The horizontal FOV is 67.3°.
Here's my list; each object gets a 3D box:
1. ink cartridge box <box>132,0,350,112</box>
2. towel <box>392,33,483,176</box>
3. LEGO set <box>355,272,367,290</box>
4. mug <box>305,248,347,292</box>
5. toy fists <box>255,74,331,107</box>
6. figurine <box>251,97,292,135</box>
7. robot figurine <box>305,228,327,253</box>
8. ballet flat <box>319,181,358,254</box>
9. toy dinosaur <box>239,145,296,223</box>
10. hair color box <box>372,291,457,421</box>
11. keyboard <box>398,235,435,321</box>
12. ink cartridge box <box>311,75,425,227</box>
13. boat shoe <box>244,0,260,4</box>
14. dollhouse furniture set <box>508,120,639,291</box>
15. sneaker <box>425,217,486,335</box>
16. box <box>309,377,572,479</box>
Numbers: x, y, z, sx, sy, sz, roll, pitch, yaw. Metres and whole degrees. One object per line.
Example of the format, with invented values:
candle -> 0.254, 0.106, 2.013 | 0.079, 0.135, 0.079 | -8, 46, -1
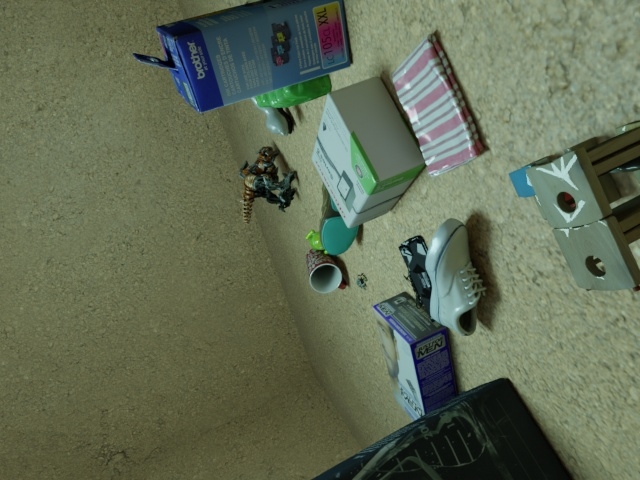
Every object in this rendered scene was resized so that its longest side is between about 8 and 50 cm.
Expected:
ink cartridge box -> -0.174, -0.395, 1.001 | 0.270, 0.396, 0.151 | 46, 155, 54
towel -> 0.177, -0.206, 0.765 | 0.196, 0.029, 0.144 | 67, 166, 0
LEGO set -> 0.125, 0.130, 1.518 | 0.054, 0.024, 0.083 | 57, 163, 36
mug -> 0.011, 0.112, 1.714 | 0.150, 0.113, 0.169 | 63, -179, -26
toy fists -> -0.088, -0.391, 1.218 | 0.279, 0.142, 0.096 | 37, 148, 63
figurine -> -0.148, -0.409, 1.452 | 0.209, 0.092, 0.215 | 62, -170, -14
robot figurine -> 0.000, 0.000, 1.683 | 0.101, 0.067, 0.115 | 40, 169, -9
ballet flat -> 0.046, -0.103, 1.293 | 0.342, 0.116, 0.124 | 86, 176, -53
toy dinosaur -> -0.212, -0.203, 1.802 | 0.164, 0.219, 0.321 | 58, -131, -83
hair color box -> 0.245, 0.320, 1.213 | 0.185, 0.110, 0.338 | -136, 28, -60
keyboard -> 0.232, 0.083, 1.054 | 0.100, 0.038, 0.191 | -25, 88, 53
ink cartridge box -> 0.085, -0.166, 0.993 | 0.198, 0.115, 0.273 | 63, 166, 12
boat shoe -> -0.171, -0.572, 1.297 | 0.121, 0.110, 0.341 | 64, 166, 10
dollhouse furniture set -> 0.269, -0.030, 0.497 | 0.128, 0.130, 0.184 | 66, 165, 0
sneaker -> 0.251, 0.070, 0.857 | 0.091, 0.094, 0.258 | 30, 150, 38
box -> 0.243, 0.594, 0.897 | 0.479, 0.472, 0.297 | 61, 165, 21
